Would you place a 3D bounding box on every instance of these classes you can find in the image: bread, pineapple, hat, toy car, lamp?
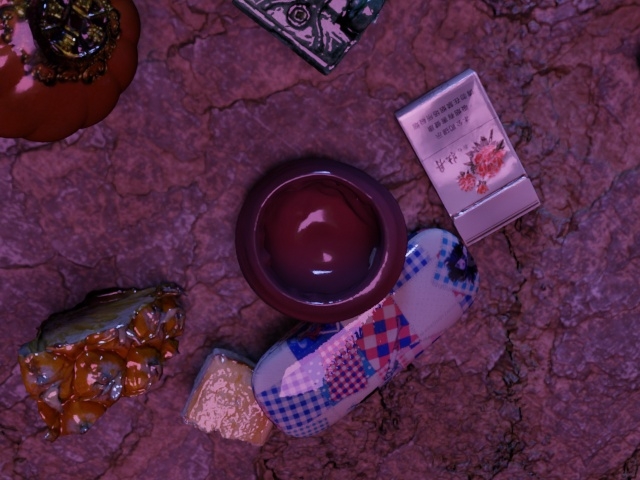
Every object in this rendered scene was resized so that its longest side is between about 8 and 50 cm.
[{"bbox_3d":[-0.111,0.204,1.048,0.125,0.082,0.106,27,81,-17],"label":"bread"},{"bbox_3d":[-0.264,0.129,0.965,0.186,0.236,0.115,3,113,34],"label":"pineapple"},{"bbox_3d":[0.000,0.000,0.967,0.205,0.089,0.206,0,91,3],"label":"hat"},{"bbox_3d":[0.051,-0.340,0.833,0.141,0.097,0.321,35,105,-19],"label":"toy car"},{"bbox_3d":[-0.283,-0.207,0.791,0.223,0.196,0.223,-7,101,-43],"label":"lamp"}]

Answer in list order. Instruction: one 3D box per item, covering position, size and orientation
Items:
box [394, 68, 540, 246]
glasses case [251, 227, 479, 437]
[{"bbox_3d":[0.183,-0.099,0.992,0.109,0.029,0.198,-30,113,6],"label":"box"},{"bbox_3d":[0.059,0.114,1.013,0.327,0.076,0.125,-39,108,-7],"label":"glasses case"}]
